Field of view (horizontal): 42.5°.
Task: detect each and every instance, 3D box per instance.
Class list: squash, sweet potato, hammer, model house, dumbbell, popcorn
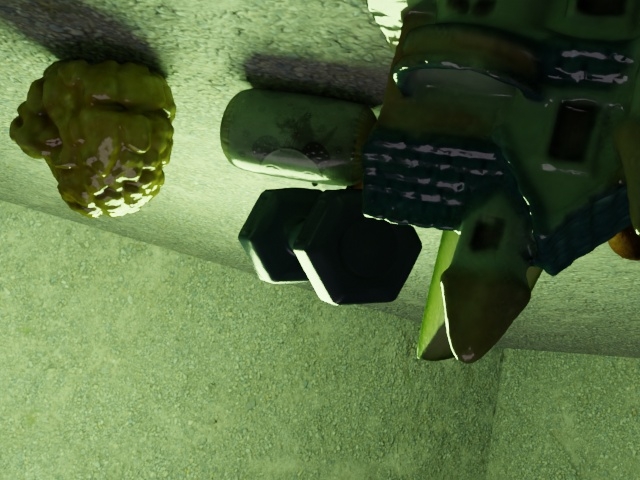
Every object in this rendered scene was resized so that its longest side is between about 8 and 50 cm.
[{"bbox_3d":[0.259,0.041,1.162,0.111,0.289,0.203,19,167,-28],"label":"squash"},{"bbox_3d":[0.497,0.000,1.332,0.057,0.057,0.264,5,171,29],"label":"sweet potato"},{"bbox_3d":[-0.012,-0.124,1.137,0.202,0.113,0.305,13,178,9],"label":"hammer"},{"bbox_3d":[0.134,-0.076,0.569,0.267,0.325,0.194,12,171,21],"label":"model house"},{"bbox_3d":[0.001,0.000,1.119,0.156,0.144,0.316,-1,-176,-22],"label":"dumbbell"},{"bbox_3d":[-0.297,-0.135,1.073,0.203,0.200,0.226,9,169,-23],"label":"popcorn"}]

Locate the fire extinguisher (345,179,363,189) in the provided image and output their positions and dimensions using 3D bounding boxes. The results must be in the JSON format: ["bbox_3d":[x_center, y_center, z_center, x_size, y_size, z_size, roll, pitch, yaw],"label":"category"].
[{"bbox_3d":[0.153,-0.105,1.089,0.200,0.113,0.376,-30,178,-13],"label":"fire extinguisher"}]
